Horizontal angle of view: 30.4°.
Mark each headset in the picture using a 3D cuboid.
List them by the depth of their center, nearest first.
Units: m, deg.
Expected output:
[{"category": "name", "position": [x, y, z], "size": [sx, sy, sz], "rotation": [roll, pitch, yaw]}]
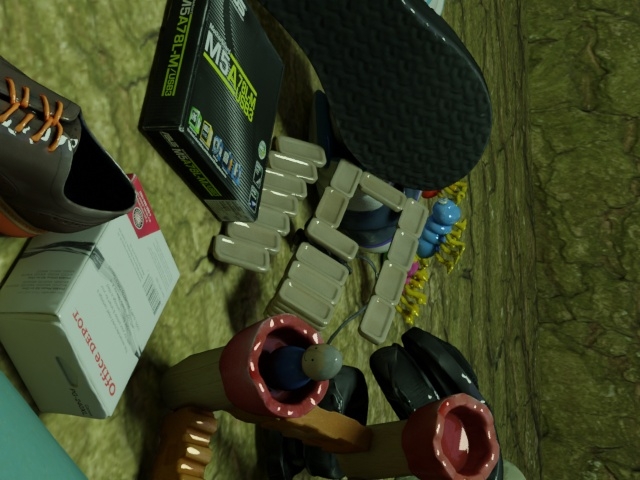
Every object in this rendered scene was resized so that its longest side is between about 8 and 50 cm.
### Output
[{"category": "headset", "position": [0.049, 0.160, 1.256], "size": [0.185, 0.243, 0.394], "rotation": [68, 8, -55]}]

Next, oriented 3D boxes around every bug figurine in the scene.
[{"category": "bug figurine", "position": [0.138, -0.016, 1.585], "size": [0.279, 0.072, 0.216], "rotation": [-76, -168, -64]}]

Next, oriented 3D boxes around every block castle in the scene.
[{"category": "block castle", "position": [-0.001, 0.317, 0.960], "size": [0.303, 0.213, 0.453], "rotation": [27, 61, -33]}]

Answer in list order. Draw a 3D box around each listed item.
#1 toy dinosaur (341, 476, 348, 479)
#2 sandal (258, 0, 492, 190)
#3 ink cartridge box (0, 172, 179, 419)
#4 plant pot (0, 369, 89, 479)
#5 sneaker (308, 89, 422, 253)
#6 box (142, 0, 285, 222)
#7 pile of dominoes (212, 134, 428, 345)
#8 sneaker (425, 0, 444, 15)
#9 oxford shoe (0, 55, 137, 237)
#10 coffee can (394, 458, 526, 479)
[{"category": "toy dinosaur", "position": [0.043, 0.321, 1.510], "size": [0.183, 0.053, 0.092], "rotation": [-13, 118, -62]}, {"category": "sandal", "position": [0.051, -0.227, 1.220], "size": [0.445, 0.168, 0.107], "rotation": [52, 29, -37]}, {"category": "ink cartridge box", "position": [-0.170, 0.040, 0.865], "size": [0.150, 0.063, 0.109], "rotation": [-69, 152, -44]}, {"category": "plant pot", "position": [-0.245, 0.078, 0.359], "size": [0.235, 0.293, 0.293], "rotation": [64, 29, -21]}, {"category": "sneaker", "position": [0.075, -0.164, 1.448], "size": [0.236, 0.130, 0.322], "rotation": [62, 39, -60]}, {"category": "box", "position": [-0.094, -0.138, 1.105], "size": [0.190, 0.045, 0.184], "rotation": [55, 41, -59]}, {"category": "pile of dominoes", "position": [0.000, 0.000, 1.236], "size": [0.040, 0.196, 0.251], "rotation": [-54, -173, 39]}, {"category": "sneaker", "position": [0.142, -0.429, 1.702], "size": [0.092, 0.087, 0.228], "rotation": [15, 74, -68]}, {"category": "oxford shoe", "position": [-0.202, -0.085, 0.721], "size": [0.271, 0.098, 0.096], "rotation": [50, 44, -61]}, {"category": "coffee can", "position": [0.217, 0.482, 1.751], "size": [0.201, 0.202, 0.275], "rotation": [-53, 139, -59]}]
